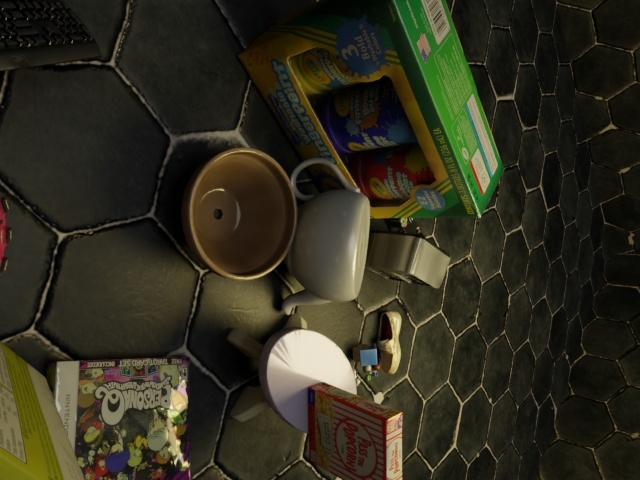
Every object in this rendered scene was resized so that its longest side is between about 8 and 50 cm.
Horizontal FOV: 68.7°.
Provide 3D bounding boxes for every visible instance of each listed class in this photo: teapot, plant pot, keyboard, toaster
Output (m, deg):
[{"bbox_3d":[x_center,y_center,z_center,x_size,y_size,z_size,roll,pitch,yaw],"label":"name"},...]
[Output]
[{"bbox_3d":[0.000,0.000,0.995,0.253,0.186,0.256,83,19,-53],"label":"teapot"},{"bbox_3d":[-0.164,-0.050,0.871,0.237,0.109,0.238,-6,98,-44],"label":"plant pot"},{"bbox_3d":[-0.422,-0.282,0.547,0.201,0.033,0.317,45,28,-8],"label":"keyboard"},{"bbox_3d":[0.220,0.044,1.217,0.185,0.168,0.110,29,74,-43],"label":"toaster"}]

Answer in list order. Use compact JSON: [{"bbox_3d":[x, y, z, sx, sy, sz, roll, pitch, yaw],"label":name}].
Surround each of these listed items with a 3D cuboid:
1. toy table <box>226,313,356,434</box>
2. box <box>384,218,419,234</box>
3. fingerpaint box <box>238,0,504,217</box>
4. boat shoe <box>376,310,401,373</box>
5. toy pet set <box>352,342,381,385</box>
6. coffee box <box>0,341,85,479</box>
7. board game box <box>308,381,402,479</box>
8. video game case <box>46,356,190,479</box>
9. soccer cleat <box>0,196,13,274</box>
[{"bbox_3d":[-0.064,0.275,0.961,0.252,0.160,0.274,-46,122,-31],"label":"toy table"},{"bbox_3d":[0.228,-0.046,1.299,0.062,0.052,0.083,-50,126,-28],"label":"box"},{"bbox_3d":[0.107,-0.252,0.940,0.163,0.370,0.445,-54,128,-30],"label":"fingerpaint box"},{"bbox_3d":[0.180,0.276,1.275,0.059,0.063,0.170,15,73,-42],"label":"boat shoe"},{"bbox_3d":[0.129,0.327,1.222,0.122,0.065,0.114,-13,102,-44],"label":"toy pet set"},{"bbox_3d":[-0.471,0.210,0.396,0.337,0.338,0.334,-45,122,-22],"label":"coffee box"},{"bbox_3d":[0.058,0.353,0.838,0.045,0.193,0.147,-5,95,-43],"label":"board game box"},{"bbox_3d":[-0.316,0.297,0.750,0.232,0.041,0.211,14,66,-48],"label":"video game case"},{"bbox_3d":[-0.485,-0.078,0.569,0.143,0.116,0.332,3,112,-3],"label":"soccer cleat"}]
